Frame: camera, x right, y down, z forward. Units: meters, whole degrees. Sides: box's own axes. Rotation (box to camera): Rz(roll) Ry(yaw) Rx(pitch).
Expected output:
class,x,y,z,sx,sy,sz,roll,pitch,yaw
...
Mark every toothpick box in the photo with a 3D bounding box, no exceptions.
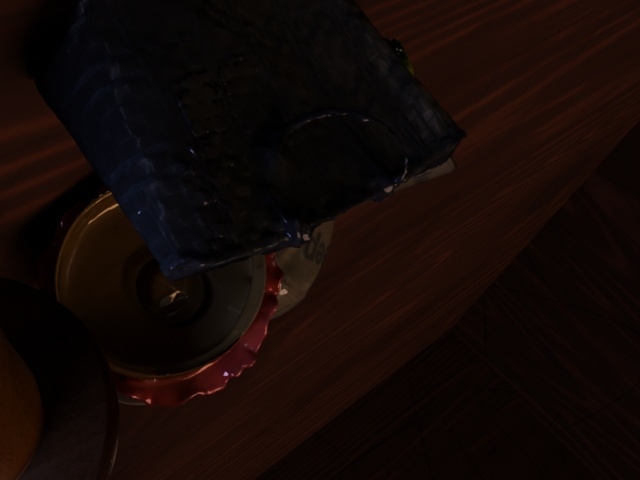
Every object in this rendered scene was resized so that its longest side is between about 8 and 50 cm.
class,x,y,z,sx,sy,sz,roll,pitch,yaw
toothpick box,-0.219,0.082,0.644,0.192,0.192,0.294,-40,162,-12

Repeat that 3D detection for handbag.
class,x,y,z,sx,sy,sz,roll,pitch,yaw
handbag,-0.035,-0.077,0.689,0.270,0.175,0.088,-27,162,-47

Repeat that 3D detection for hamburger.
class,x,y,z,sx,sy,sz,roll,pitch,yaw
hamburger,-0.120,0.043,0.873,0.175,0.175,0.137,-38,173,-22

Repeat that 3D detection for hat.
class,x,y,z,sx,sy,sz,roll,pitch,yaw
hat,0.000,0.000,1.067,0.245,0.149,0.214,-5,173,13

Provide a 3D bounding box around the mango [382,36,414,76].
class,x,y,z,sx,sy,sz,roll,pitch,yaw
mango,-0.006,-0.089,0.928,0.178,0.100,0.119,-36,172,7
